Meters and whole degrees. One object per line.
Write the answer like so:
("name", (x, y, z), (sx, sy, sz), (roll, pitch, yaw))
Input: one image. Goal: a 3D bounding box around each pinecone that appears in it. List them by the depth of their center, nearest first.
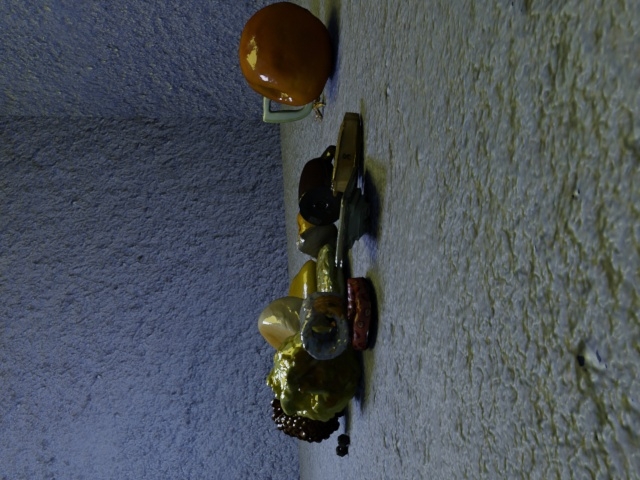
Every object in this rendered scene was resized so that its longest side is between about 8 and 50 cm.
("pinecone", (-0.042, 0.513, 1.947), (0.292, 0.246, 0.246), (-89, 3, -53))

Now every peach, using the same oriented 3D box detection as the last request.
("peach", (-0.112, -0.630, 1.980), (0.343, 0.343, 0.301), (169, 122, -82))
("peach", (-0.041, -0.048, 2.320), (0.179, 0.103, 0.179), (180, 90, -79))

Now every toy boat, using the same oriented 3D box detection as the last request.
("toy boat", (0.071, -0.227, 1.571), (0.088, 0.068, 0.226), (-15, -69, -84))

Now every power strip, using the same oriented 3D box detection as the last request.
("power strip", (0.090, -0.057, 1.467), (0.213, 0.064, 0.198), (-66, -20, -58))

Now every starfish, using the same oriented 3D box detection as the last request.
("starfish", (-0.008, -0.509, 2.219), (0.130, 0.041, 0.133), (-136, 45, -77))

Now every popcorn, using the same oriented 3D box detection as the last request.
("popcorn", (-0.013, 0.378, 1.668), (0.237, 0.293, 0.293), (-4, 87, 64))

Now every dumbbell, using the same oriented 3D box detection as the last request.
("dumbbell", (0.069, 0.646, 1.865), (0.036, 0.040, 0.083), (41, 142, 36))

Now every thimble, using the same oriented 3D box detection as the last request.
("thimble", (0.009, 0.214, 1.517), (0.118, 0.127, 0.151), (-103, 17, -68))

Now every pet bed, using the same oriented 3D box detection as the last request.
("pet bed", (0.099, 0.185, 1.509), (0.201, 0.053, 0.201), (179, 90, -88))

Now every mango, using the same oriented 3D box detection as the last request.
("mango", (-0.042, 0.202, 2.232), (0.331, 0.142, 0.195), (114, 149, -66))

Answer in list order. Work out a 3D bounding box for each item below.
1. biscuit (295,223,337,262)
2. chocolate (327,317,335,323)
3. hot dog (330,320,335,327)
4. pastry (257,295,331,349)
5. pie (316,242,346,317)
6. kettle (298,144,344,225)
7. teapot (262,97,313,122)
("biscuit", (0.001, 0.001, 1.928), (0.038, 0.141, 0.290), (46, 180, 20))
("chocolate", (0.004, 0.254, 2.035), (0.080, 0.125, 0.148), (-142, 54, -59))
("hot dog", (0.054, 0.326, 1.851), (0.072, 0.055, 0.188), (-104, 13, -52))
("pastry", (-0.077, 0.289, 1.926), (0.133, 0.265, 0.265), (-53, -16, -34))
("pie", (0.034, 0.114, 1.843), (0.248, 0.090, 0.201), (-96, 10, -45))
("kettle", (0.005, -0.188, 1.858), (0.232, 0.144, 0.202), (-97, 29, -53))
("teapot", (-0.126, -0.645, 2.348), (0.239, 0.239, 0.321), (139, 134, -81))
